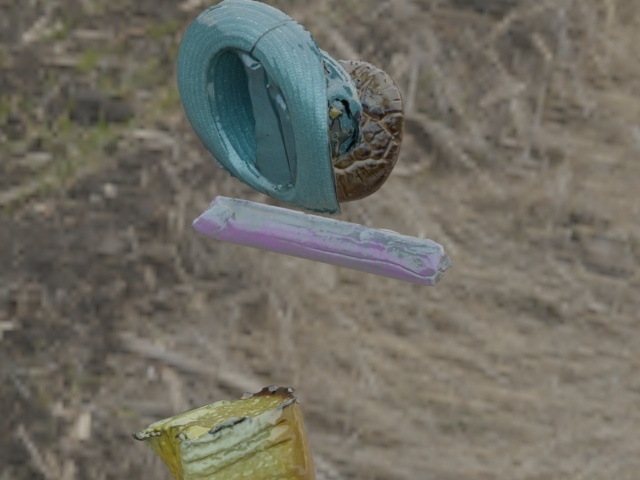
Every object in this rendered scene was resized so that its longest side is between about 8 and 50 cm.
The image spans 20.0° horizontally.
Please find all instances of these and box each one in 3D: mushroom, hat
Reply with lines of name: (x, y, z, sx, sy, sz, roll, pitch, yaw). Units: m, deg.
mushroom: (0.020, -0.095, 1.583, 0.109, 0.126, 0.085, 1, -1, -20)
hat: (-0.019, -0.089, 1.222, 0.078, 0.138, 0.191, -22, 34, -28)

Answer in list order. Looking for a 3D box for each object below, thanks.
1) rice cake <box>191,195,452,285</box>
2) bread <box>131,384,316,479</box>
rice cake: (0.000, -0.001, 1.844, 0.270, 0.055, 0.049, 13, 69, 7)
bread: (-0.084, 0.172, 1.599, 0.140, 0.169, 0.160, -18, 42, -15)
